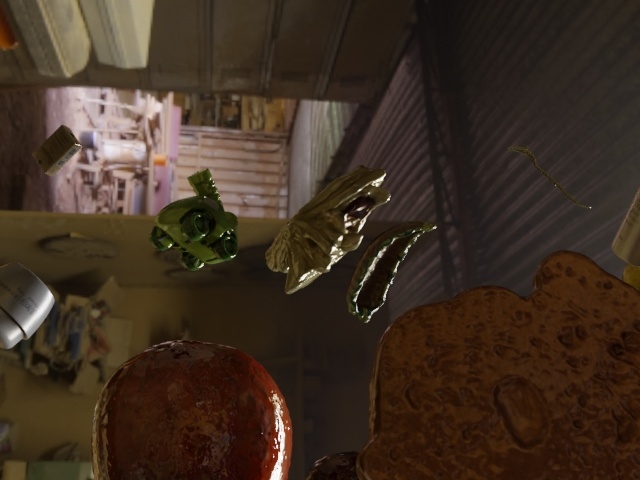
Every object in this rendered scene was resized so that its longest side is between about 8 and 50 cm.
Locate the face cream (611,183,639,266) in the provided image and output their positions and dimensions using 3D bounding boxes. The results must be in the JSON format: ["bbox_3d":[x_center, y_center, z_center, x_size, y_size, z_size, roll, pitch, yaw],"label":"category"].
[{"bbox_3d":[0.605,-0.095,1.083,0.092,0.092,0.311,-100,-168,-50],"label":"face cream"}]

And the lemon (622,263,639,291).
[{"bbox_3d":[0.796,0.095,1.527,0.133,0.109,0.109,-72,174,-50],"label":"lemon"}]

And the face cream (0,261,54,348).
[{"bbox_3d":[-0.484,0.100,0.966,0.104,0.117,0.117,-50,166,-33],"label":"face cream"}]

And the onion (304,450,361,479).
[{"bbox_3d":[0.074,0.645,1.502,0.221,0.281,0.280,16,-74,53],"label":"onion"}]

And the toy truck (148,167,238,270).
[{"bbox_3d":[-0.263,-0.039,1.409,0.187,0.148,0.210,55,36,-27],"label":"toy truck"}]

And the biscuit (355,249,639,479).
[{"bbox_3d":[0.260,0.211,0.769,0.078,0.455,0.349,91,-23,-58],"label":"biscuit"}]

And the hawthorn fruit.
[{"bbox_3d":[-0.160,0.293,0.799,0.307,0.276,0.276,-109,-158,-52],"label":"hawthorn fruit"}]

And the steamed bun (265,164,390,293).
[{"bbox_3d":[0.000,0.000,1.576,0.428,0.247,0.189,-41,-109,32],"label":"steamed bun"}]

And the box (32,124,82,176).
[{"bbox_3d":[-0.484,-0.165,1.148,0.053,0.083,0.024,52,11,18],"label":"box"}]

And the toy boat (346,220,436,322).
[{"bbox_3d":[0.138,0.044,1.308,0.099,0.108,0.293,56,-49,34],"label":"toy boat"}]

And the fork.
[{"bbox_3d":[0.501,-0.143,1.366,0.028,0.219,0.034,-46,164,-3],"label":"fork"}]
